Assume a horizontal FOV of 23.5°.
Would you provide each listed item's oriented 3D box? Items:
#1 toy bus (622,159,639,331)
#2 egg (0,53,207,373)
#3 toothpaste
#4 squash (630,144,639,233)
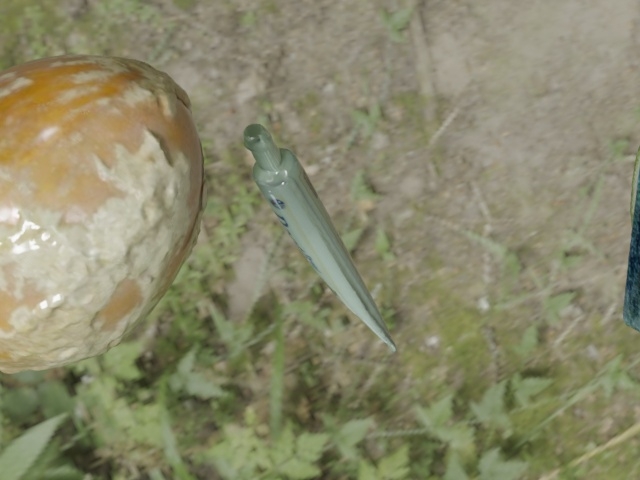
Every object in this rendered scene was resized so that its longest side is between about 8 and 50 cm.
[{"bbox_3d":[0.294,-0.005,0.769,0.147,0.256,0.128,-145,54,-60],"label":"toy bus"},{"bbox_3d":[-0.175,-0.019,0.996,0.195,0.195,0.233,42,106,18],"label":"egg"},{"bbox_3d":[0.000,0.000,1.210,0.067,0.037,0.255,43,169,45],"label":"toothpaste"},{"bbox_3d":[0.265,-0.017,0.936,0.132,0.105,0.105,3,110,-8],"label":"squash"}]
